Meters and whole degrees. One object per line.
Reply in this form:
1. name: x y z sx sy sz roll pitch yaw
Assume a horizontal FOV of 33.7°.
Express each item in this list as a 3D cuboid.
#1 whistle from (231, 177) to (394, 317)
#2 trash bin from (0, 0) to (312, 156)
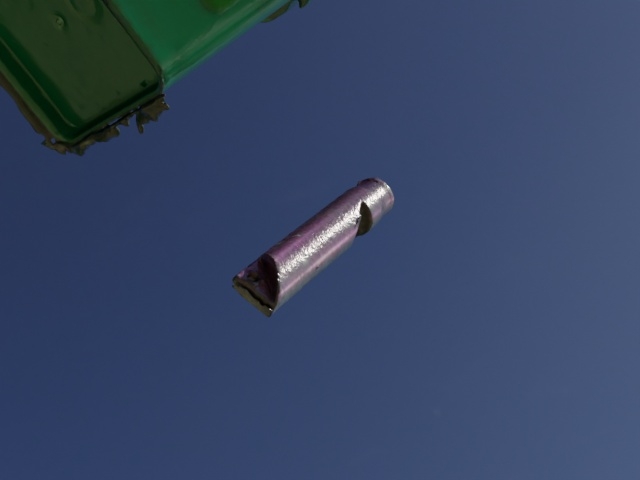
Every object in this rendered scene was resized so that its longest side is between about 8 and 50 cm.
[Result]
1. whistle: 0.000 0.000 0.691 0.033 0.176 0.033 14 -60 26
2. trash bin: -0.139 -0.271 0.953 0.295 0.381 0.259 -17 -66 48
